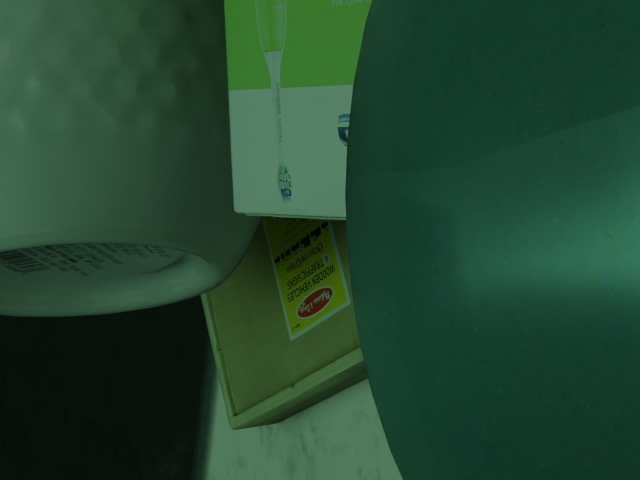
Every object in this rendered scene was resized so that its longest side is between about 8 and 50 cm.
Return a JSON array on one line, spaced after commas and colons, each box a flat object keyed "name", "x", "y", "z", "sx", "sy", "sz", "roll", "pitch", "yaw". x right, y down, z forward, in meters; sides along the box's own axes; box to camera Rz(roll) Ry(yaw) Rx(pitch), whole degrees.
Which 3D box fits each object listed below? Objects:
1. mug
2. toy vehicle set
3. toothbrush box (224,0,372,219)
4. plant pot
[{"name": "mug", "x": -0.138, "y": -0.122, "z": 0.953, "sx": 0.374, "sy": 0.276, "sz": 0.328, "roll": 80, "pitch": -174, "yaw": -74}, {"name": "toy vehicle set", "x": 0.000, "y": 0.000, "z": 0.964, "sx": 0.267, "sy": 0.035, "sz": 0.166, "roll": -34, "pitch": 65, "yaw": 56}, {"name": "toothbrush box", "x": 0.062, "y": -0.152, "z": 0.726, "sx": 0.206, "sy": 0.122, "sz": 0.283, "roll": 2, "pitch": 95, "yaw": 47}, {"name": "plant pot", "x": 0.192, "y": -0.010, "z": 0.420, "sx": 0.235, "sy": 0.293, "sz": 0.293, "roll": -3, "pitch": 91, "yaw": 49}]
